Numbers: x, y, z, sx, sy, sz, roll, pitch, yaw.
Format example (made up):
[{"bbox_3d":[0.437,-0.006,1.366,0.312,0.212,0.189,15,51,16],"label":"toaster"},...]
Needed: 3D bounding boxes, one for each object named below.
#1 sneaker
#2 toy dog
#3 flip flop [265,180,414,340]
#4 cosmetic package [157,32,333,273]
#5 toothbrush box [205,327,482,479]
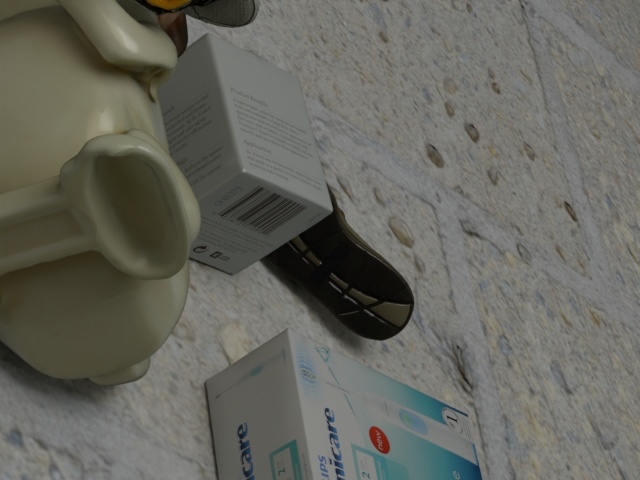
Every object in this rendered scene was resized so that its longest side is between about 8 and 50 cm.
[{"bbox_3d":[-0.131,-0.231,1.687,0.225,0.088,0.093,22,41,-52],"label":"sneaker"},{"bbox_3d":[-0.223,-0.105,1.748,0.395,0.284,0.408,50,25,-45],"label":"toy dog"},{"bbox_3d":[0.000,0.000,2.176,0.277,0.112,0.080,45,4,-15],"label":"flip flop"},{"bbox_3d":[-0.105,-0.091,2.037,0.151,0.151,0.184,24,43,-46],"label":"cosmetic package"},{"bbox_3d":[0.036,0.248,1.940,0.295,0.126,0.216,28,39,-40],"label":"toothbrush box"}]
